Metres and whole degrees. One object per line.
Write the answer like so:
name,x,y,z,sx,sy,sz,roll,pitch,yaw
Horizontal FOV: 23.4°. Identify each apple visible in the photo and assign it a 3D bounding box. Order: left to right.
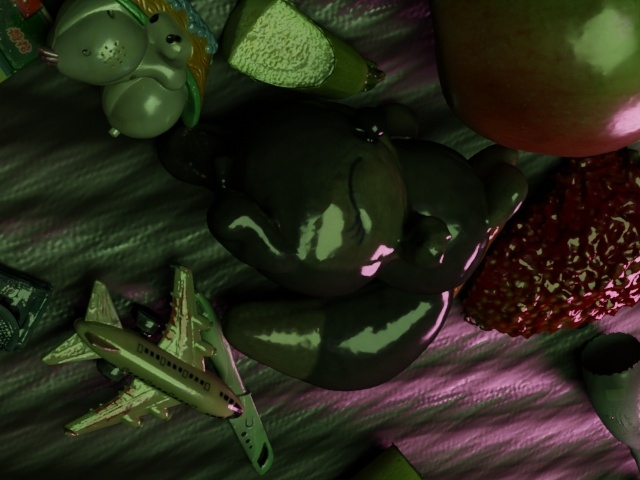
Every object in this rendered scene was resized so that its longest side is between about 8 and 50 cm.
apple,0.245,-0.239,1.610,0.277,0.319,0.319,1,119,5

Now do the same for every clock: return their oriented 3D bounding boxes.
clock,-0.187,-0.187,1.530,0.144,0.103,0.231,-46,133,-6

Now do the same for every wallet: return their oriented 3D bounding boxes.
wallet,-0.355,0.067,1.639,0.129,0.026,0.088,25,103,-34

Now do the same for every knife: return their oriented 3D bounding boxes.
knife,-0.107,0.172,1.825,0.043,0.020,0.293,-29,126,-12

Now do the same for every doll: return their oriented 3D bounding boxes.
doll,0.009,0.021,1.668,0.382,0.252,0.379,6,113,-22

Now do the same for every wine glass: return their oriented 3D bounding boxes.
wine glass,0.424,0.313,2.022,0.096,0.264,0.309,-14,125,11

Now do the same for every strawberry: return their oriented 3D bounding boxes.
strawberry,0.333,0.037,1.901,0.306,0.138,0.233,-46,128,0

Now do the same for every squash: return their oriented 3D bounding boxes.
squash,-0.002,-0.192,1.646,0.200,0.075,0.090,17,81,-34
squash,0.061,0.353,1.952,0.186,0.123,0.123,-38,126,2

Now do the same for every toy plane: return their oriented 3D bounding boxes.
toy plane,-0.184,0.138,1.725,0.244,0.092,0.229,31,98,-36

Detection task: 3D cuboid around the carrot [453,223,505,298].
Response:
carrot,0.156,0.029,1.849,0.072,0.072,0.205,15,112,-32

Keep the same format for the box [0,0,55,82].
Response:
box,-0.378,-0.183,1.489,0.235,0.034,0.132,-35,126,-6
